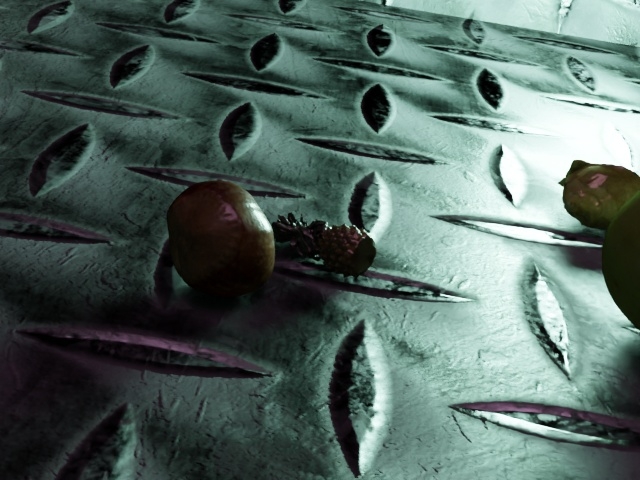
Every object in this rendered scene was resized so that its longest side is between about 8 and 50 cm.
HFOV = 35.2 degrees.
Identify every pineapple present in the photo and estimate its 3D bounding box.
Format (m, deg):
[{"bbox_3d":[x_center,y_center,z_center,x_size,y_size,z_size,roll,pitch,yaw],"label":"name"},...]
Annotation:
[{"bbox_3d":[0.000,0.000,1.411,0.159,0.074,0.074,18,27,35],"label":"pineapple"}]

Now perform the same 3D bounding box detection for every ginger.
[{"bbox_3d":[0.486,-0.055,1.661,0.193,0.115,0.122,21,49,6],"label":"ginger"}]

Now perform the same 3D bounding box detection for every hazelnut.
[{"bbox_3d":[-0.121,-0.005,1.289,0.143,0.143,0.154,-11,67,-35],"label":"hazelnut"}]

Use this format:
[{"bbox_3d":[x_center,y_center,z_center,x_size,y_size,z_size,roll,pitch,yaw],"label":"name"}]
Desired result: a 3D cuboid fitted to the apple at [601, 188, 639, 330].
[{"bbox_3d":[0.504,0.035,1.307,0.279,0.279,0.279,8,27,-4],"label":"apple"}]
